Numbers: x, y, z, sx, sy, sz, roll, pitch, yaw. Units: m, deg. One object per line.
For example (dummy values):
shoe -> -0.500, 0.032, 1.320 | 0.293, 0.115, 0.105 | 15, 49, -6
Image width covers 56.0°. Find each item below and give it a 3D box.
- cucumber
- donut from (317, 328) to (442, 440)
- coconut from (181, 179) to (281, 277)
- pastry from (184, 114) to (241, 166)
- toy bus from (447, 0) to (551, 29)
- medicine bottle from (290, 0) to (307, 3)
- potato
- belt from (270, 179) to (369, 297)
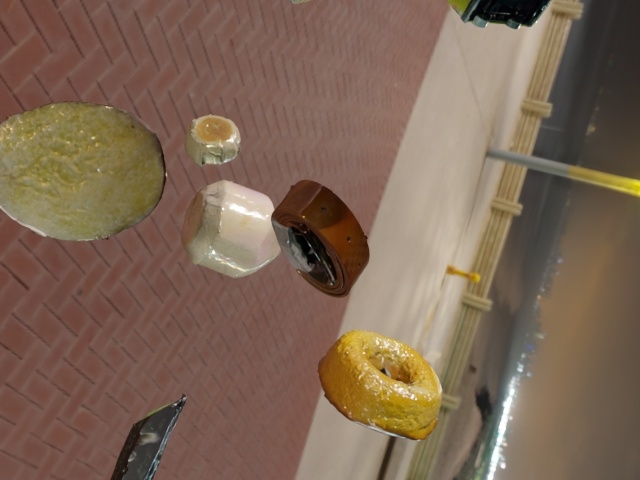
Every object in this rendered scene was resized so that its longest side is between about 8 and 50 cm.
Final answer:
cucumber -> -0.297, 0.354, 1.015 | 0.046, 0.070, 0.220 | -43, -155, 65
donut -> 0.116, 0.270, 1.142 | 0.118, 0.253, 0.253 | -60, 164, 17
coconut -> -0.196, -0.020, 1.397 | 0.233, 0.224, 0.224 | 12, 96, -31
pastry -> -0.308, -0.285, 1.716 | 0.166, 0.165, 0.088 | -55, 167, -40
toy bus -> 0.295, -0.411, 0.988 | 0.174, 0.101, 0.088 | -11, 147, -34
medicine bottle -> 0.054, -0.399, 0.872 | 0.074, 0.218, 0.074 | -3, 90, -66
potato -> -0.410, -0.120, 1.050 | 0.116, 0.298, 0.239 | -101, -176, -81
belt -> 0.000, 0.000, 1.222 | 0.105, 0.184, 0.261 | -53, 132, -26
